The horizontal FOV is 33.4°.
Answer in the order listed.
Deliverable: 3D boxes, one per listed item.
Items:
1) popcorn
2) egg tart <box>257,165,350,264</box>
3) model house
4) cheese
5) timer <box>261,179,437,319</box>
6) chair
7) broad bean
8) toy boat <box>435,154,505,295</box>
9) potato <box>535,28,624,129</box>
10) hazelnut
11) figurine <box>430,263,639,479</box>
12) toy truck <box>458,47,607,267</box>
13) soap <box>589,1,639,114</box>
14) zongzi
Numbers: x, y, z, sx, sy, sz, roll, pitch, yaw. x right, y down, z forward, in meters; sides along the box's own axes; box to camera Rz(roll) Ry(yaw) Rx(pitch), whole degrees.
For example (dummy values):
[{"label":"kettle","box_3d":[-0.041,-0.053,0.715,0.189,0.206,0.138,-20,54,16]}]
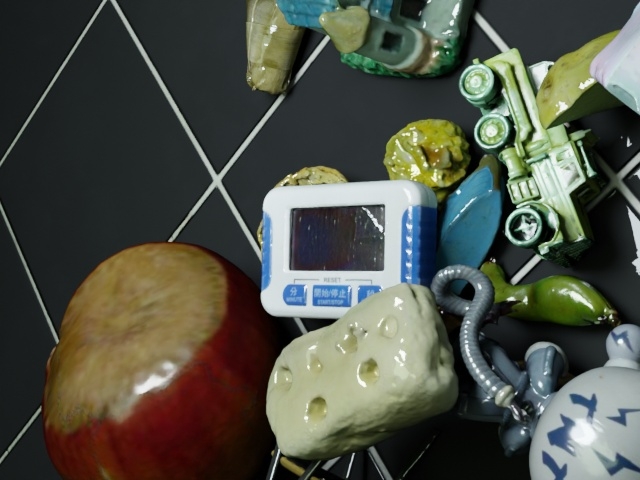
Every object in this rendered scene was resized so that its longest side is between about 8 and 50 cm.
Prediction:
[{"label":"popcorn","box_3d":[0.138,-0.102,1.394,0.121,0.106,0.116,-52,32,19]},{"label":"egg tart","box_3d":[0.001,-0.001,1.518,0.212,0.090,0.212,-5,83,43]},{"label":"model house","box_3d":[0.041,-0.368,1.372,0.194,0.325,0.267,19,97,44]},{"label":"cheese","box_3d":[0.039,0.157,1.239,0.263,0.093,0.159,-35,46,36]},{"label":"timer","box_3d":[0.037,0.015,1.388,0.253,0.078,0.178,0,87,38]},{"label":"chair","box_3d":[0.004,0.304,1.383,0.172,0.159,0.247,16,75,45]},{"label":"broad bean","box_3d":[0.274,0.070,1.287,0.213,0.048,0.070,17,96,45]},{"label":"toy boat","box_3d":[0.183,-0.021,1.366,0.077,0.075,0.185,-107,38,-63]},{"label":"potato","box_3d":[0.313,-0.202,1.194,0.120,0.149,0.081,107,142,-62]},{"label":"hazelnut","box_3d":[-0.219,0.204,1.512,0.359,0.359,0.409,-52,21,24]},{"label":"figurine","box_3d":[0.265,0.206,1.186,0.382,0.186,0.261,28,109,42]},{"label":"toy truck","box_3d":[0.269,-0.104,1.269,0.135,0.128,0.259,-19,71,25]},{"label":"soap","box_3d":[0.427,-0.099,1.048,0.324,0.193,0.109,38,107,-4]},{"label":"zongzi","box_3d":[-0.093,-0.319,1.661,0.176,0.078,0.160,36,109,50]}]
